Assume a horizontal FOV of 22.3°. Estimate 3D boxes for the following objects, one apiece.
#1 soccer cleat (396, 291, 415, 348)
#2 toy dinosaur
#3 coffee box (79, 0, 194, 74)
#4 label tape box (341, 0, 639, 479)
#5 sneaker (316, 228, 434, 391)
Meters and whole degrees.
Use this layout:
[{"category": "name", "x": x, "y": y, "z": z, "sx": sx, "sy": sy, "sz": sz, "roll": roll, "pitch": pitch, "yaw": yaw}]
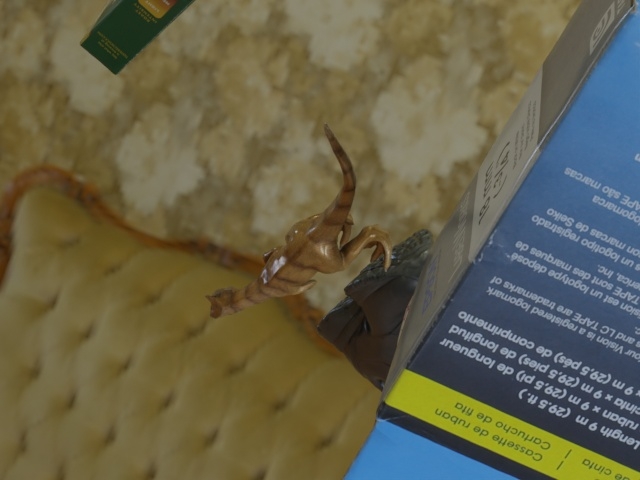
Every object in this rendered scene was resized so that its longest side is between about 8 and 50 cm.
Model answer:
[{"category": "soccer cleat", "x": 0.153, "y": -0.007, "z": 1.058, "sx": 0.116, "sy": 0.331, "sz": 0.143, "roll": 48, "pitch": -22, "yaw": -13}, {"category": "toy dinosaur", "x": 0.000, "y": 0.000, "z": 1.118, "sx": 0.112, "sy": 0.211, "sz": 0.064, "roll": -16, "pitch": 65, "yaw": -47}, {"category": "coffee box", "x": -0.095, "y": -0.205, "z": 1.163, "sx": 0.040, "sy": 0.184, "sz": 0.113, "roll": 38, "pitch": 48, "yaw": -16}, {"category": "label tape box", "x": 0.179, "y": 0.041, "z": 0.842, "sx": 0.240, "sy": 0.334, "sz": 0.106, "roll": 25, "pitch": 32, "yaw": -8}, {"category": "sneaker", "x": 0.088, "y": 0.081, "z": 1.661, "sx": 0.130, "sy": 0.109, "sz": 0.286, "roll": 52, "pitch": -17, "yaw": 9}]
